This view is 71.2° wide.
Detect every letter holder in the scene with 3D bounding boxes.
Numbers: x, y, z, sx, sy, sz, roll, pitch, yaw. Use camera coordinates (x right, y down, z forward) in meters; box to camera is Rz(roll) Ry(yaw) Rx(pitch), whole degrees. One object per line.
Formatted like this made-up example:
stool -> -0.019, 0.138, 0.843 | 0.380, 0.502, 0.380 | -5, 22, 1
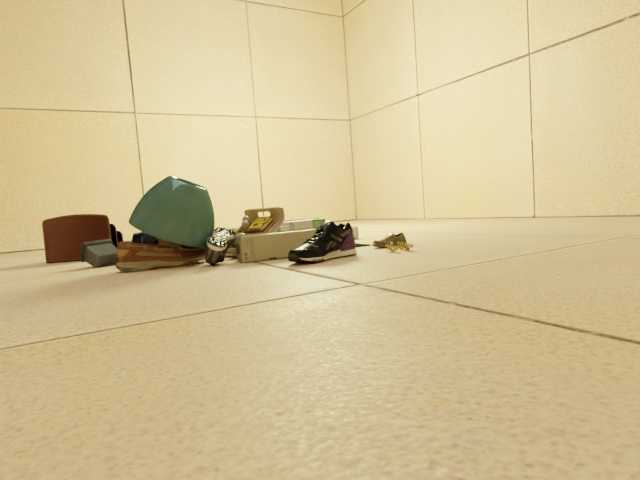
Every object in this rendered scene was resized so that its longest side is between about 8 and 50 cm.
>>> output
letter holder -> -1.115, -0.017, 2.108 | 0.302, 0.214, 0.152 | -5, 5, -3

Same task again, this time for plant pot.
plant pot -> -0.498, -0.115, 1.580 | 0.291, 0.195, 0.290 | 20, 5, -2

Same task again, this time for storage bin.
storage bin -> -0.856, 0.062, 1.746 | 0.091, 0.098, 0.135 | 29, 19, 25

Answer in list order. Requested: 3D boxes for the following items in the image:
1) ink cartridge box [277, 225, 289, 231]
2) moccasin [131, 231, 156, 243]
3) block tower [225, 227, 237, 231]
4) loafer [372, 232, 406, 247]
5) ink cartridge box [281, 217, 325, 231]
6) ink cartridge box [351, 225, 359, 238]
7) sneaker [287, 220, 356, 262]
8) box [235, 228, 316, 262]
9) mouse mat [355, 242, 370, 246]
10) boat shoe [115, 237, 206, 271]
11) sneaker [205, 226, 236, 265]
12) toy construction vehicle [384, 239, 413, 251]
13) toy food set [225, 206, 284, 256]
ink cartridge box -> -0.197, -0.008, 1.880 | 0.135, 0.099, 0.056 | -2, 5, 35
moccasin -> -0.727, 0.023, 1.931 | 0.138, 0.116, 0.342 | 7, -7, -31
block tower -> -0.530, -0.005, 2.212 | 0.091, 0.097, 0.335 | -2, 3, 19
loafer -> 0.260, -0.002, 1.694 | 0.148, 0.050, 0.056 | -6, 5, -28
ink cartridge box -> -0.134, -0.037, 2.075 | 0.279, 0.116, 0.201 | -6, 5, -16
ink cartridge box -> 0.084, -0.033, 2.175 | 0.180, 0.060, 0.104 | -5, 5, -18
sneaker -> 0.000, 0.000, 1.437 | 0.107, 0.124, 0.283 | -1, 6, 42
box -> -0.157, 0.015, 1.587 | 0.276, 0.094, 0.113 | -5, 5, -20
mouse mat -> 0.097, 0.021, 1.837 | 0.153, 0.007, 0.190 | -7, 4, -27
boat shoe -> -0.541, 0.033, 1.561 | 0.325, 0.116, 0.123 | -7, 6, -35
sneaker -> -0.356, 0.022, 1.560 | 0.078, 0.106, 0.234 | 21, 15, -4
toy construction vehicle -> 0.268, 0.023, 1.531 | 0.086, 0.035, 0.098 | 6, 4, -18
toy food set -> -0.305, -0.040, 1.801 | 0.220, 0.092, 0.306 | -2, 35, 34
